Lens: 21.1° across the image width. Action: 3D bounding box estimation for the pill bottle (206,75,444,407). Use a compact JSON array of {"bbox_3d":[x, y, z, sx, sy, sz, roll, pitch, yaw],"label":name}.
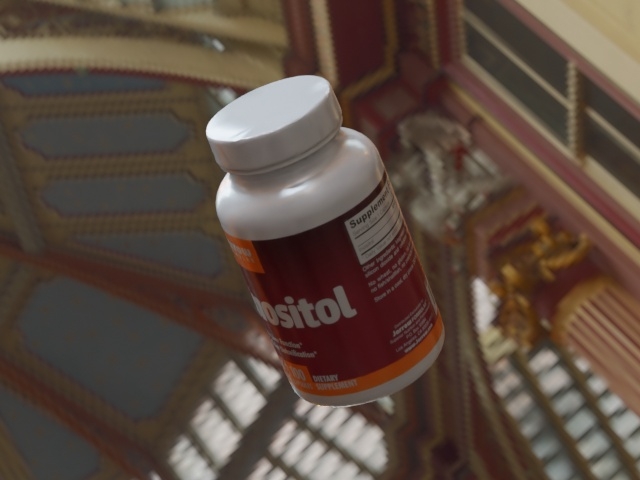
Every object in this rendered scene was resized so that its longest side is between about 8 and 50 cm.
[{"bbox_3d":[0.000,0.000,0.850,0.086,0.086,0.152,-31,-64,-17],"label":"pill bottle"}]
